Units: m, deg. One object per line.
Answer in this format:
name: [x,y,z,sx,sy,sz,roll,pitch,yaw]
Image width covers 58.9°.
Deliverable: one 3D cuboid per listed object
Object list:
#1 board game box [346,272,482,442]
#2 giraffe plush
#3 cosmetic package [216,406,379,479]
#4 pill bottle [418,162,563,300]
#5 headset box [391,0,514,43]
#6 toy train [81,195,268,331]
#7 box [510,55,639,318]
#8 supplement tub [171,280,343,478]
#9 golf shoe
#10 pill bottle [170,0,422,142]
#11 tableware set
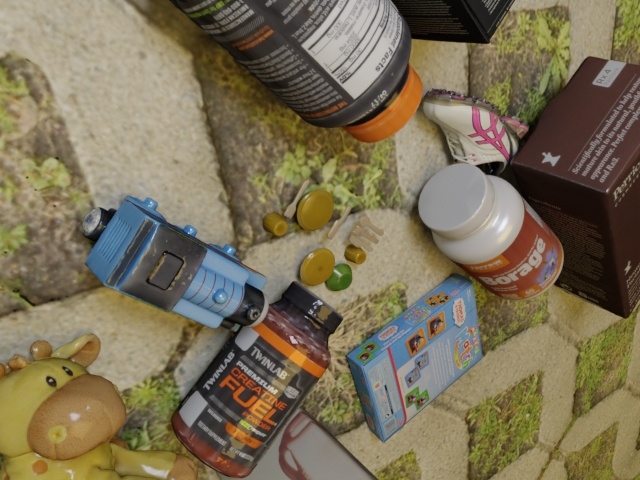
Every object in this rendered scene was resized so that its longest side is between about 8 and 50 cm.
board game box: [0.144,0.167,0.814,0.211,0.039,0.160,-31,125,-22]
giraffe plush: [-0.219,0.176,0.486,0.210,0.181,0.170,0,101,-1]
cosmetic package: [0.032,0.322,0.626,0.129,0.296,0.153,-48,131,-12]
pill bottle: [0.223,-0.009,0.745,0.216,0.121,0.121,32,88,-41]
headset box: [0.086,-0.348,0.445,0.283,0.131,0.246,34,87,-41]
toy train: [-0.122,0.028,0.507,0.184,0.105,0.080,35,86,-41]
box: [0.424,-0.059,0.834,0.191,0.143,0.381,-53,137,-8]
supplement tub: [-0.061,0.141,0.604,0.198,0.106,0.106,-54,131,-7]
golf shoe: [0.189,-0.130,0.702,0.186,0.067,0.086,12,103,-40]
pill bottle: [-0.009,-0.184,0.486,0.246,0.130,0.130,36,86,-41]
tableware set: [0.000,0.000,0.646,0.154,0.024,0.104,29,93,-42]
